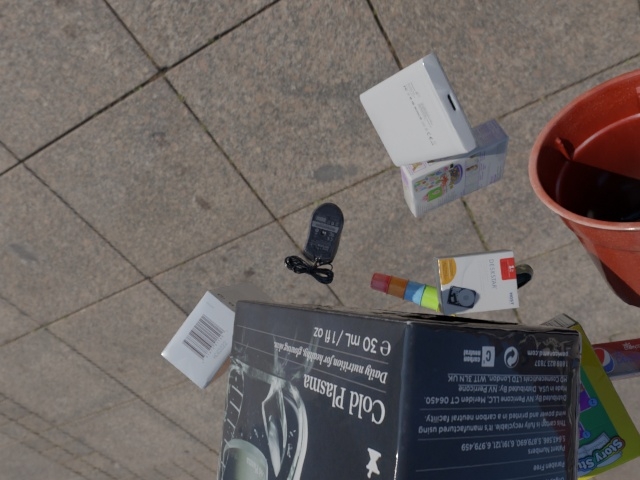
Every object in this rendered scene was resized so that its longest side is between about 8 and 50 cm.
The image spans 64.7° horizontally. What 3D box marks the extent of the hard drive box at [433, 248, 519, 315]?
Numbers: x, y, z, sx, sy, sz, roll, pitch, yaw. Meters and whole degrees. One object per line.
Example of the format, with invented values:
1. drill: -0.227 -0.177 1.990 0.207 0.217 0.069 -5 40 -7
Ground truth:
1. hard drive box: 0.485 0.129 1.585 0.231 0.089 0.181 -7 90 2

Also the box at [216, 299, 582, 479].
1. box: 0.066 0.336 0.719 0.297 0.473 0.479 8 172 -29

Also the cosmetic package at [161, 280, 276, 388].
1. cosmetic package: -0.282 0.273 1.576 0.161 0.453 0.230 37 93 6

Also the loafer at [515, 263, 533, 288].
1. loafer: 0.727 0.171 2.007 0.251 0.087 0.094 -32 92 12

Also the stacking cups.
1. stacking cups: 0.334 0.191 1.798 0.315 0.096 0.096 13 134 19

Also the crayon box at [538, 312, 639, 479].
1. crayon box: 0.460 0.387 1.118 0.362 0.106 0.313 -28 92 8

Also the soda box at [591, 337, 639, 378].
1. soda box: 0.756 0.325 1.345 0.263 0.092 0.083 -2 149 -18

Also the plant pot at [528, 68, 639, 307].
1. plant pot: 0.464 -0.046 0.688 0.272 0.273 0.265 -25 130 23

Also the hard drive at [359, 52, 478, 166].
1. hard drive: 0.235 -0.312 1.286 0.047 0.353 0.233 -33 102 -14

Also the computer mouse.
1. computer mouse: 0.000 0.000 1.774 0.188 0.072 0.273 21 91 12

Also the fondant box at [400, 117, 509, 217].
1. fondant box: 0.434 -0.230 1.652 0.330 0.096 0.238 -25 150 1
